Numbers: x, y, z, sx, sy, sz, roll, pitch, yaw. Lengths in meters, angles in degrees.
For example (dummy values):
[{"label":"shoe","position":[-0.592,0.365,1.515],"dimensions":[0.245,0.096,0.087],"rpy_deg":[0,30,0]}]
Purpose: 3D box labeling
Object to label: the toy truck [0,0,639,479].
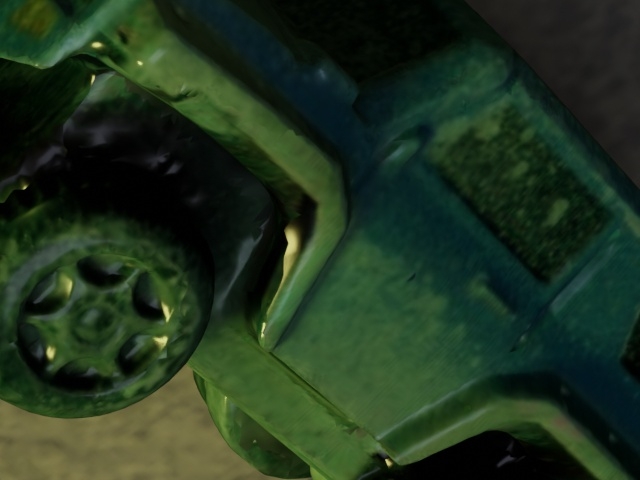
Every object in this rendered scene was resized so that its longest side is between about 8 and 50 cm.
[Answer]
[{"label":"toy truck","position":[0.000,0.000,0.588],"dimensions":[0.156,0.155,0.279],"rpy_deg":[-43,126,5]}]
